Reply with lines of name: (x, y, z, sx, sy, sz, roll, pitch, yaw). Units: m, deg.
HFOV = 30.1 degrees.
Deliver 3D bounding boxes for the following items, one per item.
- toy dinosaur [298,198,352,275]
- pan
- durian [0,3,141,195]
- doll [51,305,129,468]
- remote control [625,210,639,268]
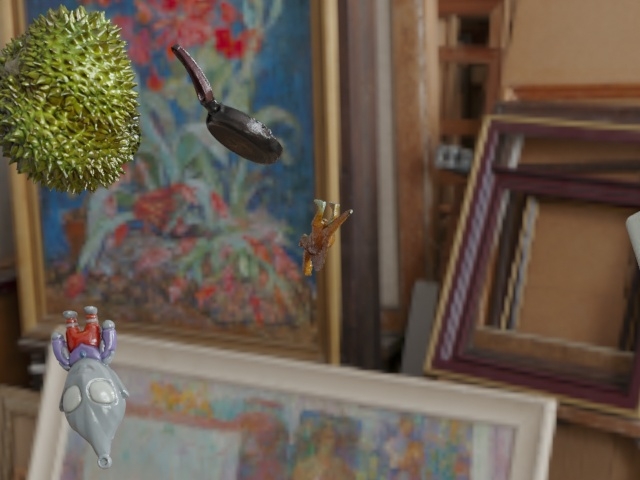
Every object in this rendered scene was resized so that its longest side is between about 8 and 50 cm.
toy dinosaur: (-0.001, 0.000, 2.108, 0.057, 0.142, 0.212, 12, 2, -9)
pan: (-0.130, -0.169, 1.545, 0.114, 0.212, 0.040, 12, 60, 53)
durian: (-0.380, -0.205, 1.758, 0.224, 0.291, 0.291, -5, 12, -8)
doll: (-0.321, 0.208, 1.672, 0.102, 0.228, 0.075, -11, -11, 9)
remote control: (0.246, 0.072, 0.767, 0.029, 0.190, 0.087, -28, -39, 25)
